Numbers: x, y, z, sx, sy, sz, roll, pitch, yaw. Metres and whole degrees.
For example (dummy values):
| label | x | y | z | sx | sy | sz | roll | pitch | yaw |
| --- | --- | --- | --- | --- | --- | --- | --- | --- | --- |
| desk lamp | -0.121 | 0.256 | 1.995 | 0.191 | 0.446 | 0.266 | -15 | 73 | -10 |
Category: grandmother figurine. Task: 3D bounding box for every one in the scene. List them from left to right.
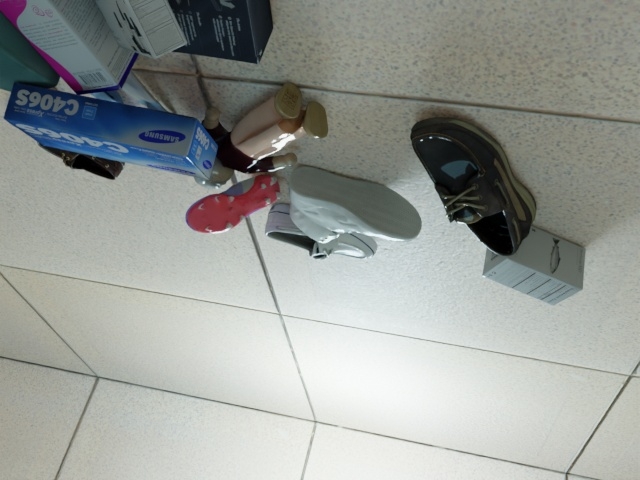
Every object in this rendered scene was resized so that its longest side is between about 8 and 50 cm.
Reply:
| label | x | y | z | sx | sy | sz | roll | pitch | yaw |
| --- | --- | --- | --- | --- | --- | --- | --- | --- | --- |
| grandmother figurine | -0.147 | -0.190 | 1.456 | 0.208 | 0.104 | 0.342 | 40 | 141 | -21 |

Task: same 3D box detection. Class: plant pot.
| label | x | y | z | sx | sy | sz | roll | pitch | yaw |
| --- | --- | --- | --- | --- | --- | --- | --- | --- | --- |
| plant pot | -0.567 | -0.368 | 1.296 | 0.166 | 0.165 | 0.234 | -3 | 154 | 30 |

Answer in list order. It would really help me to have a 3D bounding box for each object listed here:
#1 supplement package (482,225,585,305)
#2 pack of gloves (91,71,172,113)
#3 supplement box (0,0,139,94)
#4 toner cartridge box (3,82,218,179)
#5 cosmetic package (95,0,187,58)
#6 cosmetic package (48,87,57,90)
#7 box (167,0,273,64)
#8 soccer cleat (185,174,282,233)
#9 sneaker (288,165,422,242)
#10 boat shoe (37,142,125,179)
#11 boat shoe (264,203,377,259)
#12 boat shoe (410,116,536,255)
| label | x | y | z | sx | sy | sz | roll | pitch | yaw |
| --- | --- | --- | --- | --- | --- | --- | --- | --- | --- |
| supplement package | 0.450 | 0.046 | 1.559 | 0.179 | 0.105 | 0.105 | 21 | 150 | -11 |
| pack of gloves | -0.368 | -0.276 | 1.489 | 0.195 | 0.046 | 0.232 | 9 | 151 | 38 |
| supplement box | -0.427 | -0.369 | 1.271 | 0.111 | 0.113 | 0.220 | 0 | 148 | 27 |
| toner cartridge box | -0.380 | -0.199 | 1.370 | 0.348 | 0.075 | 0.165 | 12 | 172 | 8 |
| cosmetic package | -0.286 | -0.346 | 1.147 | 0.239 | 0.060 | 0.098 | 33 | 149 | 58 |
| cosmetic package | -0.578 | -0.300 | 1.529 | 0.060 | 0.041 | 0.115 | -2 | 146 | 28 |
| box | -0.167 | -0.373 | 1.160 | 0.158 | 0.093 | 0.156 | 11 | 150 | 10 |
| soccer cleat | -0.189 | -0.076 | 1.551 | 0.095 | 0.248 | 0.083 | -1 | 112 | 47 |
| sneaker | 0.068 | -0.050 | 1.592 | 0.293 | 0.108 | 0.169 | 23 | 152 | 7 |
| boat shoe | -0.543 | -0.194 | 1.661 | 0.207 | 0.073 | 0.073 | 16 | 151 | 2 |
| boat shoe | 0.000 | 0.000 | 1.711 | 0.268 | 0.088 | 0.096 | 23 | 149 | -11 |
| boat shoe | 0.292 | -0.092 | 1.375 | 0.132 | 0.130 | 0.355 | -17 | 137 | 43 |
